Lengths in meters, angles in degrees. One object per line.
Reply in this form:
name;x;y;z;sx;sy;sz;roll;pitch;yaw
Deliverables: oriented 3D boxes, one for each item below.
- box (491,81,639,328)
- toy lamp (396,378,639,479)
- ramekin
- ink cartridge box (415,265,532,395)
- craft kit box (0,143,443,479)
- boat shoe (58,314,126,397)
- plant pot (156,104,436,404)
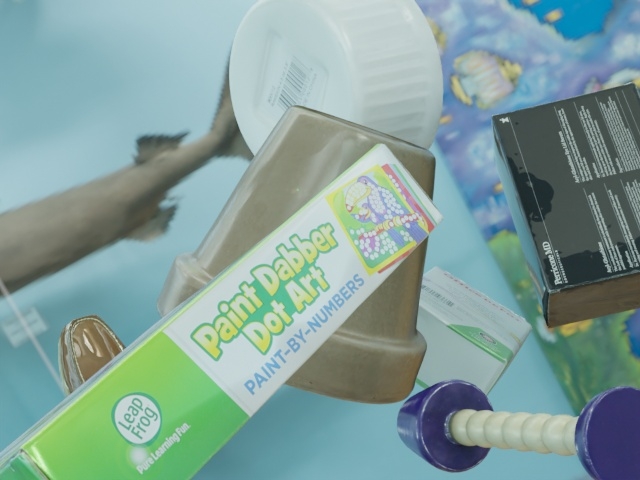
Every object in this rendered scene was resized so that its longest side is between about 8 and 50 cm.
box;0.327;-0.045;1.382;0.184;0.261;0.103;-11;-32;1
toy lamp;0.144;0.144;0.874;0.080;0.080;0.275;-33;7;-26
ramekin;0.009;-0.195;1.431;0.135;0.277;0.277;-18;0;-40
ink cartridge box;0.165;0.120;1.423;0.093;0.154;0.212;-61;-12;17
craft kit box;-0.087;0.079;0.553;0.250;0.061;0.246;-42;1;-44
boat shoe;-0.286;0.255;1.694;0.123;0.324;0.120;-18;-16;-32
plant pot;0.000;0.000;1.083;0.263;0.263;0.229;-101;30;-81
